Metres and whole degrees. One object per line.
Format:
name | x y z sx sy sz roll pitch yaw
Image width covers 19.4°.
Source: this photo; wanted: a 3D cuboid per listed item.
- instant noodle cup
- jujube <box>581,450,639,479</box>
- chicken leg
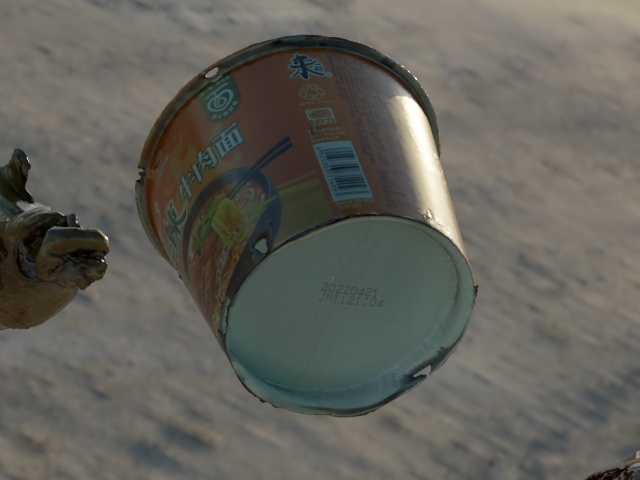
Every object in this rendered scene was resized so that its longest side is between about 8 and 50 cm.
instant noodle cup | 0.000 0.000 1.303 0.230 0.230 0.182 17 29 -29
jujube | 0.273 0.217 0.949 0.377 0.276 0.276 -12 -2 28
chicken leg | -0.167 0.000 1.016 0.085 0.101 0.207 -18 4 -25
